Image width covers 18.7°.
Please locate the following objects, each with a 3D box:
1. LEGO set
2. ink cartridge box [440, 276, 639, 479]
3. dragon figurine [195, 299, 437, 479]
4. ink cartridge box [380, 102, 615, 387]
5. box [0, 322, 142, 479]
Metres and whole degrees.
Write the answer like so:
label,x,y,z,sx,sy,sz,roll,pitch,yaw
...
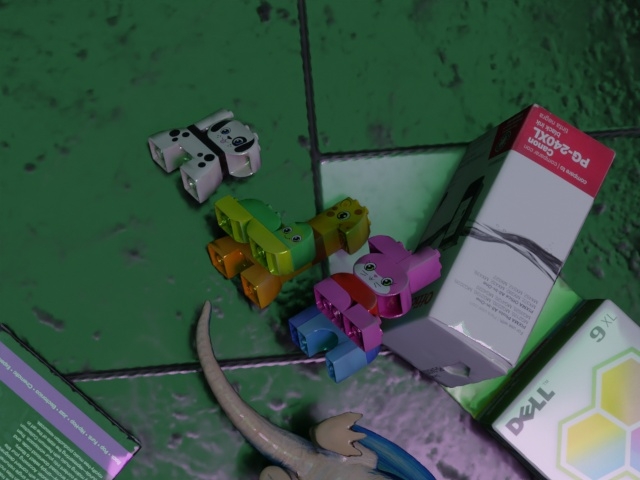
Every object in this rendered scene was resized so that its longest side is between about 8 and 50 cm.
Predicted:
label,x,y,z,sx,sy,sz,roll,pitch,yaw
LEGO set,0.000,0.000,1.177,0.093,0.087,0.227,-31,47,-20
ink cartridge box,0.172,0.107,1.214,0.209,0.062,0.109,44,85,-2
dragon figurine,0.027,0.161,1.184,0.289,0.144,0.085,36,85,16
ink cartridge box,0.102,0.006,1.173,0.063,0.109,0.150,31,73,-10
box,-0.205,0.149,1.190,0.116,0.029,0.162,41,82,-2
